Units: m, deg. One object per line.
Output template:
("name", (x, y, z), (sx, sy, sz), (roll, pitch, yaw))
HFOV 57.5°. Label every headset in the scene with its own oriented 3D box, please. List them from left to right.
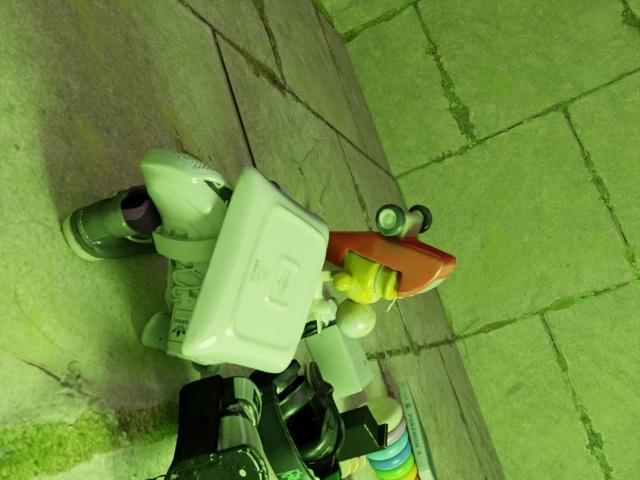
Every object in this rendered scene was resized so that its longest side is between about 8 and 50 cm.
("headset", (-0.031, 0.299, 1.076), (0.243, 0.185, 0.394), (57, 4, -30))

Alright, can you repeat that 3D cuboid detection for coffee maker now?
("coffee maker", (-0.162, 0.278, 0.818), (0.178, 0.171, 0.120), (-117, -143, -68))

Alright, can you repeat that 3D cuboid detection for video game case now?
("video game case", (0.306, 0.632, 1.731), (0.300, 0.036, 0.329), (-98, 168, -52))

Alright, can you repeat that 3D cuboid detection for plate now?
("plate", (-0.073, 0.062, 0.894), (0.278, 0.045, 0.277), (34, 71, -59))

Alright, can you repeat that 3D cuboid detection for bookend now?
("bookend", (0.038, 0.379, 1.225), (0.157, 0.156, 0.072), (60, 20, -19))

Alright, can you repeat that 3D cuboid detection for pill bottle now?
("pill bottle", (-0.020, 0.178, 1.359), (0.065, 0.116, 0.065), (55, 22, -34))

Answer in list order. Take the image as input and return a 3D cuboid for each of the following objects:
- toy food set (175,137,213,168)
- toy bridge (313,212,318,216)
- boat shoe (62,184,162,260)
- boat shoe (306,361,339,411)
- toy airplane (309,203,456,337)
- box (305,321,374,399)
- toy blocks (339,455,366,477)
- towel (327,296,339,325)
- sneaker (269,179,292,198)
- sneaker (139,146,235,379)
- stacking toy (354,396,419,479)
("toy food set", (-0.257, -0.120, 1.187), (0.192, 0.038, 0.132), (46, 30, -73))
("toy bridge", (0.000, 0.000, 1.772), (0.188, 0.026, 0.063), (68, 19, 3))
("boat shoe", (-0.268, -0.036, 0.952), (0.112, 0.095, 0.335), (66, 18, -2))
("boat shoe", (0.009, 0.350, 1.346), (0.056, 0.049, 0.152), (15, 54, -67))
("toy airplane", (0.046, 0.068, 1.229), (0.384, 0.386, 0.272), (-174, -99, -80))
("box", (0.049, 0.294, 1.458), (0.170, 0.091, 0.130), (69, 18, 7))
("toy blocks", (0.079, 0.535, 1.319), (0.148, 0.054, 0.123), (26, 44, -64))
("towel", (0.046, 0.235, 1.623), (0.148, 0.027, 0.110), (68, 19, -1))
("sneaker", (-0.111, -0.015, 1.412), (0.118, 0.107, 0.279), (-9, 73, -53))
("sneaker", (-0.186, 0.052, 0.864), (0.210, 0.137, 0.366), (-61, 143, -33))
("stacking toy", (0.192, 0.571, 1.484), (0.141, 0.141, 0.330), (-60, 129, -68))
